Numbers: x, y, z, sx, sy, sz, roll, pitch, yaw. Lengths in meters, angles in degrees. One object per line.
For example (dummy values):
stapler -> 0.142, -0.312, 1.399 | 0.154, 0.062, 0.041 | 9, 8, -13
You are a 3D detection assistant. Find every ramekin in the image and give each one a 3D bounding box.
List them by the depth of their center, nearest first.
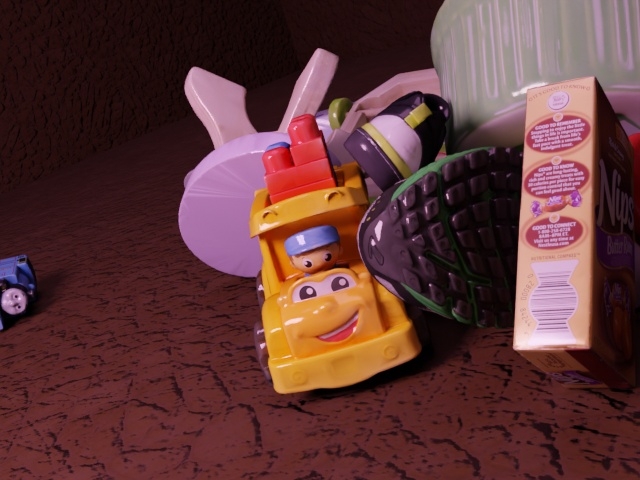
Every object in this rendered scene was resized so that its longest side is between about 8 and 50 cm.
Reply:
ramekin -> 0.260, -0.144, 0.801 | 0.304, 0.148, 0.303 | 2, -20, 1

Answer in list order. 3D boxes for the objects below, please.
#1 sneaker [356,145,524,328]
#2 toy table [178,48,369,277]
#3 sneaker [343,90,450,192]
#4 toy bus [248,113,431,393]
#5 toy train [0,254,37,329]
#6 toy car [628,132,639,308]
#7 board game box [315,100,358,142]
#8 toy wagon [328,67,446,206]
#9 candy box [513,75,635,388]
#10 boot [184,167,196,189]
sneaker -> 0.123, -0.002, 0.688 | 0.146, 0.134, 0.344 | -5, 1, 32
toy table -> -0.056, -0.086, 0.945 | 0.274, 0.252, 0.160 | -31, 38, 49
sneaker -> 0.090, -0.091, 0.783 | 0.097, 0.084, 0.235 | -42, -1, 8
toy bus -> 0.000, 0.000, 0.725 | 0.150, 0.211, 0.220 | -15, 18, 5
toy train -> -0.471, 0.076, 1.192 | 0.105, 0.080, 0.184 | -16, 15, -15
toy car -> 0.284, -0.021, 0.629 | 0.159, 0.136, 0.182 | -25, 18, -26
board game box -> 0.124, -0.252, 1.608 | 0.318, 0.065, 0.318 | -13, 11, 15
toy wagon -> 0.099, -0.113, 1.110 | 0.267, 0.068, 0.344 | -2, 48, 36
candy box -> 0.177, -0.003, 0.555 | 0.053, 0.186, 0.109 | -7, -25, 32
boot -> -0.128, -0.141, 1.502 | 0.258, 0.095, 0.123 | -6, 27, 36
